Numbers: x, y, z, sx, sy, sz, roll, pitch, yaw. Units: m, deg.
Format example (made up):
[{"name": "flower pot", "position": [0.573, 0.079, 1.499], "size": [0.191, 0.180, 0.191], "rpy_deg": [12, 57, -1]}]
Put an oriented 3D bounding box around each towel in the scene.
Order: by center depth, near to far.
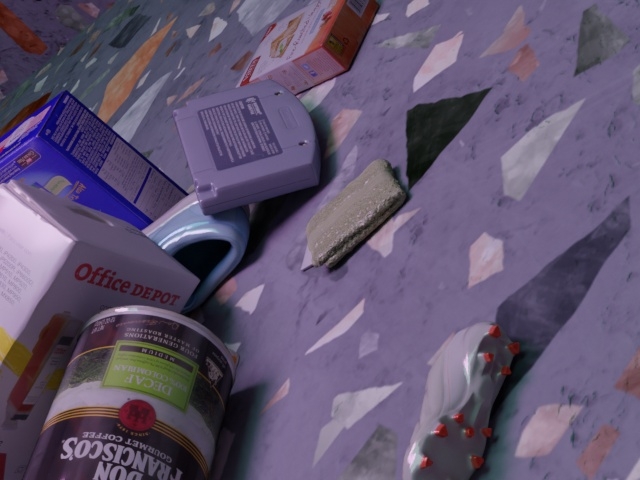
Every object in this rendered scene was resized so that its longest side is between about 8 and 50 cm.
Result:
[{"name": "towel", "position": [0.040, -0.035, 1.438], "size": [0.148, 0.027, 0.110], "rpy_deg": [-40, 30, 12]}]

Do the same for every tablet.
[{"name": "tablet", "position": [0.000, 0.000, 1.488], "size": [0.054, 0.006, 0.083], "rpy_deg": [-29, 33, 36]}]

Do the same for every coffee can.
[{"name": "coffee can", "position": [-0.221, 0.241, 1.293], "size": [0.202, 0.201, 0.275], "rpy_deg": [-31, 32, 34]}]

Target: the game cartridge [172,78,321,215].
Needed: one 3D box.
[{"name": "game cartridge", "position": [-0.106, -0.145, 1.682], "size": [0.196, 0.060, 0.294], "rpy_deg": [-19, 35, -3]}]

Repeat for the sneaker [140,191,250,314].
[{"name": "sneaker", "position": [-0.251, 0.070, 1.644], "size": [0.366, 0.135, 0.150], "rpy_deg": [-43, 24, 15]}]

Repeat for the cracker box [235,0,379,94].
[{"name": "cracker box", "position": [-0.024, -0.321, 1.883], "size": [0.232, 0.067, 0.155], "rpy_deg": [-18, 40, 48]}]

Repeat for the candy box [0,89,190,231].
[{"name": "candy box", "position": [-0.370, -0.049, 1.778], "size": [0.268, 0.317, 0.122], "rpy_deg": [-25, 33, 40]}]

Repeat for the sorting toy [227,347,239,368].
[{"name": "sorting toy", "position": [-0.159, 0.162, 1.443], "size": [0.083, 0.075, 0.045], "rpy_deg": [-39, 28, 22]}]

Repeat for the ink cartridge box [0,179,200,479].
[{"name": "ink cartridge box", "position": [-0.372, 0.148, 1.468], "size": [0.160, 0.279, 0.384], "rpy_deg": [34, 95, 29]}]

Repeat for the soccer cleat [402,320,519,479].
[{"name": "soccer cleat", "position": [0.119, 0.157, 1.033], "size": [0.076, 0.068, 0.196], "rpy_deg": [-23, 29, 51]}]
